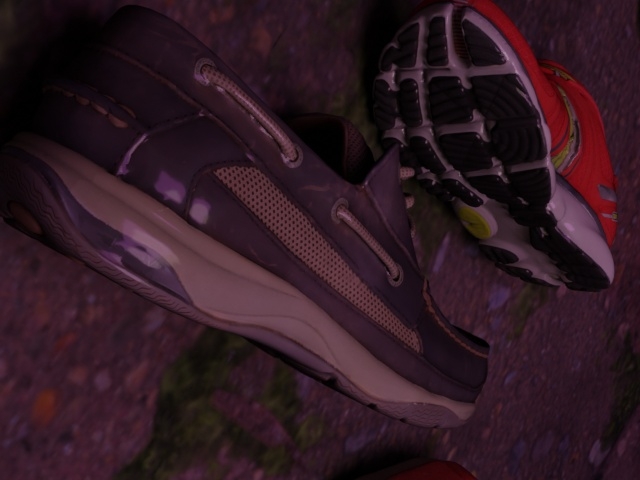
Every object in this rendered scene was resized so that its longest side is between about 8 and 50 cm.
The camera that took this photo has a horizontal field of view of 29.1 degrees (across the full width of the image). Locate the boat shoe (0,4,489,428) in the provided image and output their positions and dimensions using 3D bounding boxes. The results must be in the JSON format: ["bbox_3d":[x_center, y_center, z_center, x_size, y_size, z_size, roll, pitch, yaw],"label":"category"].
[{"bbox_3d":[0.000,0.000,0.631,0.355,0.132,0.130,32,84,-51],"label":"boat shoe"}]

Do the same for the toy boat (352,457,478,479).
[{"bbox_3d":[0.072,0.271,0.821,0.151,0.151,0.231,-9,115,-44],"label":"toy boat"}]

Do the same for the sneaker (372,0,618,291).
[{"bbox_3d":[0.120,-0.074,0.774,0.279,0.107,0.118,50,52,-50],"label":"sneaker"}]
